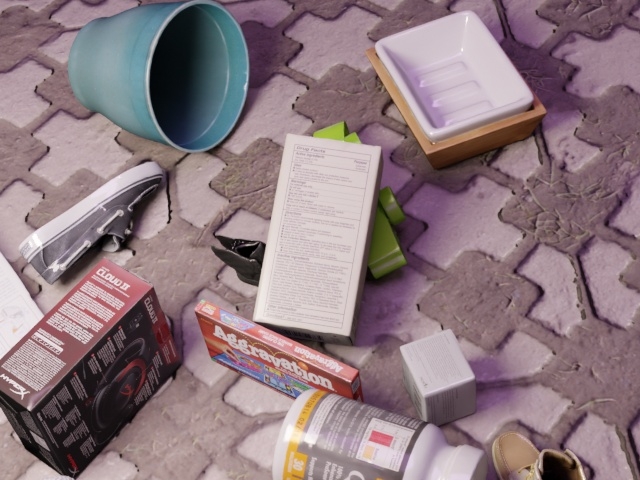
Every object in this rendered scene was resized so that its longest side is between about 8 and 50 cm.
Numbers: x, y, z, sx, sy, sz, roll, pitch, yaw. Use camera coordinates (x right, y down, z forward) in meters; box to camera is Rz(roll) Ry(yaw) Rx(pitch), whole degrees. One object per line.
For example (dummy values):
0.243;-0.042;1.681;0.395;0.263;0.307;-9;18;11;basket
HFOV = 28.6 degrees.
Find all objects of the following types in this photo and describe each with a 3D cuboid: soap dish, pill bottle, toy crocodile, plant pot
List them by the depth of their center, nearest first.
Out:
0.085;0.321;1.780;0.278;0.162;0.162;15;55;20;pill bottle
0.063;-0.075;2.149;0.115;0.105;0.341;-30;54;5;toy crocodile
0.239;-0.270;2.261;0.228;0.118;0.291;-20;51;-8;soap dish
-0.311;-0.312;2.300;0.255;0.272;0.272;13;53;35;plant pot

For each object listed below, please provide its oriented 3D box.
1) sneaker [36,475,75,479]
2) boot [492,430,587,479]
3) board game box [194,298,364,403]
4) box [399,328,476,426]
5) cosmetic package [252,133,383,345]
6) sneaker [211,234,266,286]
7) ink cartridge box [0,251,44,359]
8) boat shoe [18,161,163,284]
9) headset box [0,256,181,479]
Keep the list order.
-0.449;0.485;1.723;0.365;0.137;0.210;-27;51;-27;sneaker
0.307;0.324;1.741;0.077;0.165;0.213;-21;53;-10;boot
-0.060;0.190;1.917;0.281;0.145;0.027;22;57;24;board game box
0.178;0.209;1.895;0.087;0.101;0.102;-18;51;-7;box
0.000;0.000;2.002;0.160;0.113;0.310;9;77;7;cosmetic package
-0.094;0.040;2.079;0.170;0.089;0.051;13;54;18;sneaker
-0.643;0.143;2.106;0.308;0.091;0.385;-34;71;-19;ink cartridge box
-0.374;-0.029;2.176;0.301;0.108;0.102;-38;87;-35;boat shoe
-0.344;0.186;1.916;0.110;0.218;0.293;28;61;27;headset box
